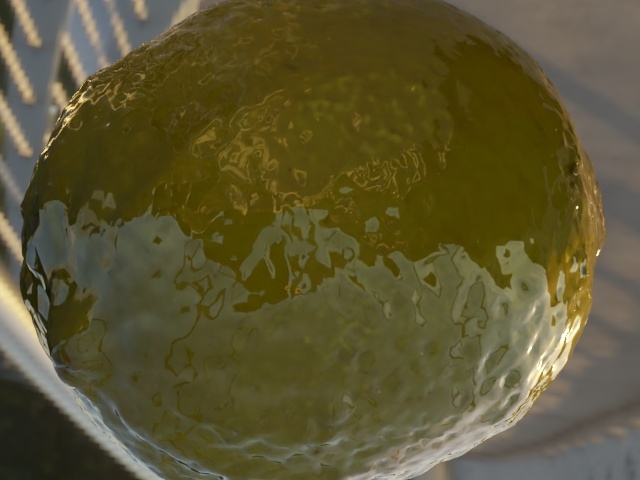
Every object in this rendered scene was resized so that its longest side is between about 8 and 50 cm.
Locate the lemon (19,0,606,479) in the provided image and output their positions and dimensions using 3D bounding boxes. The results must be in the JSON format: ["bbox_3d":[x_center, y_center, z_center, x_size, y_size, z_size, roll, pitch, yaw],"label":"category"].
[{"bbox_3d":[-0.002,0.002,0.618,0.180,0.193,0.180,47,165,17],"label":"lemon"}]
